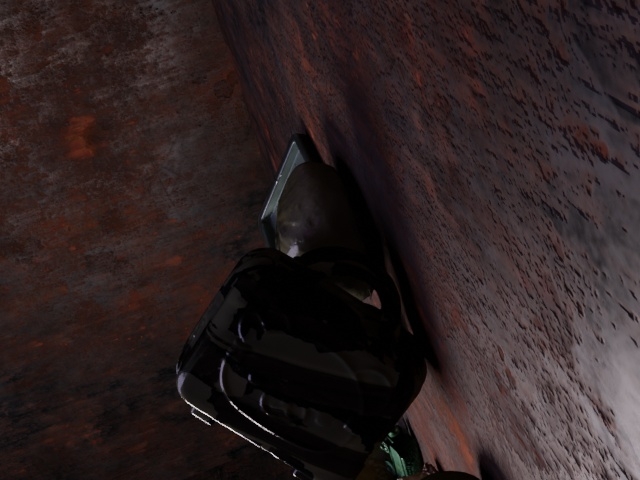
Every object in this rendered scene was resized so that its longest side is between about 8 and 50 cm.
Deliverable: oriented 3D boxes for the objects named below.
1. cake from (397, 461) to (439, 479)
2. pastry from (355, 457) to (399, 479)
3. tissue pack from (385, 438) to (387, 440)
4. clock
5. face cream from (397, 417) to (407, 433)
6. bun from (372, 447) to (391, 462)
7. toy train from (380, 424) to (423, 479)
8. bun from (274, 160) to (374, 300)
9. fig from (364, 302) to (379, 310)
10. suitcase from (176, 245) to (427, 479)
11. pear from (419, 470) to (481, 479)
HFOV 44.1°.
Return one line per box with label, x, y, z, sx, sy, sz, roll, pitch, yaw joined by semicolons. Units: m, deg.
cake;0.213;0.531;1.575;0.220;0.086;0.117;76;171;-49
pastry;0.155;0.634;1.898;0.284;0.184;0.316;40;176;18
tissue pack;0.098;0.420;2.088;0.246;0.136;0.159;-121;12;-63
clock;-0.046;-0.050;1.703;0.279;0.049;0.273;-64;35;35
face cream;0.192;0.450;1.849;0.040;0.021;0.083;-119;10;-48
bun;0.147;0.612;2.187;0.283;0.179;0.283;-179;90;-86
toy train;0.187;0.491;1.790;0.099;0.070;0.172;39;154;45
bun;-0.001;-0.002;1.393;0.273;0.168;0.273;-15;-90;-89
fig;0.031;0.229;1.449;0.186;0.249;0.204;58;-176;-29
suitcase;-0.011;0.171;1.240;0.351;0.339;0.194;32;-166;-5
pear;0.190;0.406;1.108;0.167;0.136;0.167;160;90;-88
